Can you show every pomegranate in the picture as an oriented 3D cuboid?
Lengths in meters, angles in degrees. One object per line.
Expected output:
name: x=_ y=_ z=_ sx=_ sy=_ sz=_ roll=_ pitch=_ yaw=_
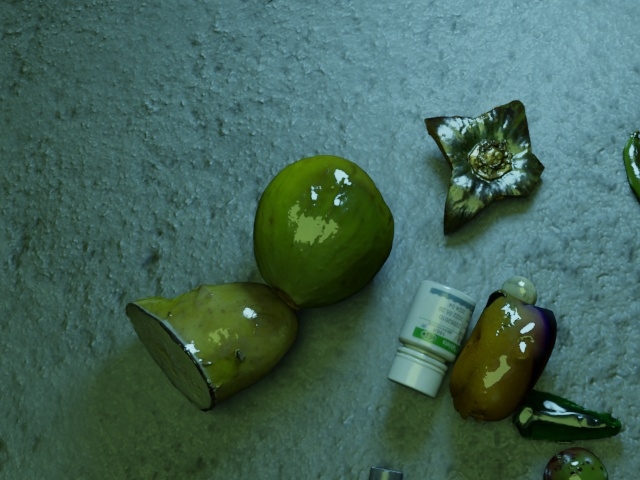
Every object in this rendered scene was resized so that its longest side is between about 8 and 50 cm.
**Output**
pomegranate: x=0.523 y=0.492 z=1.456 sx=0.129 sy=0.159 sz=0.129 roll=-32 pitch=24 yaw=16

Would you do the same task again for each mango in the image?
mango: x=0.381 y=0.254 z=1.528 sx=0.152 sy=0.201 sz=0.287 roll=28 pitch=94 yaw=-2

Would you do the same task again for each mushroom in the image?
mushroom: x=0.444 y=0.119 z=1.613 sx=0.083 sy=0.067 sz=0.083 roll=19 pitch=119 yaw=38

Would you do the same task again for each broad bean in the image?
broad bean: x=0.726 y=-0.131 z=1.621 sx=0.065 sy=0.046 sz=0.254 roll=-12 pitch=69 yaw=-1

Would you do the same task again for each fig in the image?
fig: x=-0.007 y=-0.009 z=1.639 sx=0.343 sy=0.343 sz=0.343 roll=-5 pitch=72 yaw=15

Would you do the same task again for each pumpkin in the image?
pumpkin: x=0.388 y=-0.180 z=1.709 sx=0.258 sy=0.095 sz=0.290 roll=-12 pitch=79 yaw=0

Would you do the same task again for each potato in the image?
potato: x=-0.238 y=0.215 z=1.731 sx=0.296 sy=0.290 sz=0.397 roll=-33 pitch=23 yaw=-25

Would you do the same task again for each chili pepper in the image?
chili pepper: x=0.515 y=0.372 z=1.518 sx=0.216 sy=0.062 sz=0.108 roll=3 pitch=74 yaw=15

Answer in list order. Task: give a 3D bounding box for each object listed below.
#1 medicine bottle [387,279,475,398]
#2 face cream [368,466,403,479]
medicine bottle: x=0.243 y=0.219 z=1.602 sx=0.139 sy=0.139 sz=0.237 roll=19 pitch=78 yaw=21
face cream: x=0.120 y=0.633 z=1.544 sx=0.073 sy=0.073 sz=0.283 roll=6 pitch=75 yaw=18
